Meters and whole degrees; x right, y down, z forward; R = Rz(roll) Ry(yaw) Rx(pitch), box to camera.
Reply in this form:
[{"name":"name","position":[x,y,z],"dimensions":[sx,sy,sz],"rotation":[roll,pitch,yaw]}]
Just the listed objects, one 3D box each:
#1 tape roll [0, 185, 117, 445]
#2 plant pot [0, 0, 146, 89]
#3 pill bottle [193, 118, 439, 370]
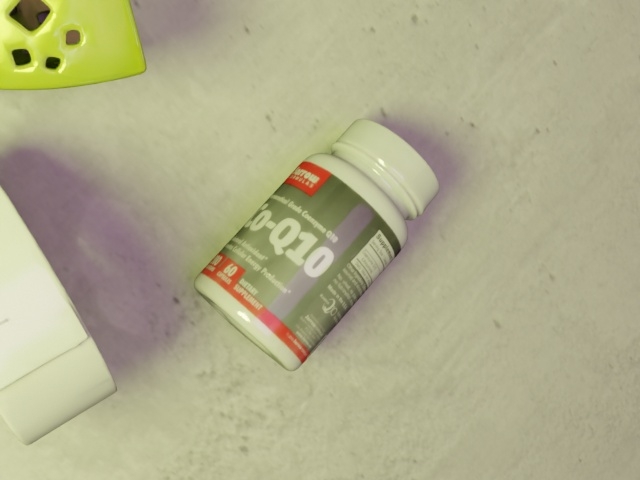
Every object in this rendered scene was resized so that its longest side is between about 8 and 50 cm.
[{"name":"tape roll","position":[-0.307,0.050,0.864],"dimensions":[0.100,0.286,0.286],"rotation":[-31,114,-18]},{"name":"plant pot","position":[-0.305,-0.243,0.839],"dimensions":[0.207,0.228,0.227],"rotation":[-20,110,-15]},{"name":"pill bottle","position":[0.000,0.000,1.085],"dimensions":[0.283,0.161,0.161],"rotation":[-49,118,-10]}]
